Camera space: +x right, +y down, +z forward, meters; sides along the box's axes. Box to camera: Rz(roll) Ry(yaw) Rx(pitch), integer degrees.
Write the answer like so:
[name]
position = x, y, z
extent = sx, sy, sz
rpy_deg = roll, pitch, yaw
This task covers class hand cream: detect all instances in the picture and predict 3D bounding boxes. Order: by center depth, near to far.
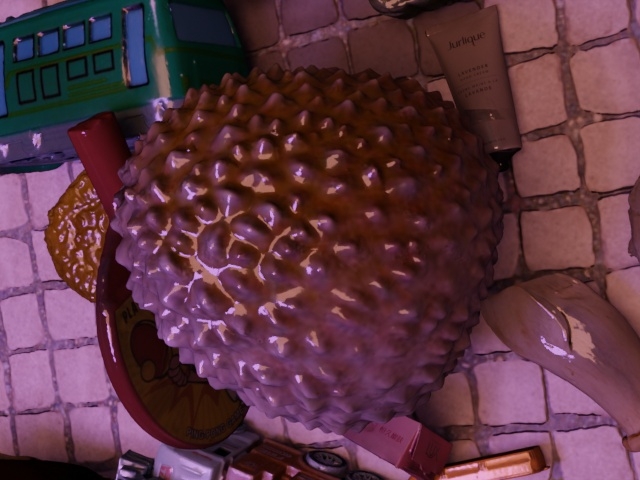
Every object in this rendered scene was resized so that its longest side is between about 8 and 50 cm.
[hand cream]
position = 0.182, -0.167, 1.217
extent = 0.087, 0.054, 0.186
rpy_deg = -17, 81, 19

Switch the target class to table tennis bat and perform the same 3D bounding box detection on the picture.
[table tennis bat]
position = -0.177, 0.048, 1.228
extent = 0.051, 0.268, 0.415
rpy_deg = -7, 116, 31

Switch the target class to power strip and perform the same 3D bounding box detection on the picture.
[power strip]
position = 0.177, 0.269, 1.250
extent = 0.178, 0.049, 0.028
rpy_deg = -17, 81, 22

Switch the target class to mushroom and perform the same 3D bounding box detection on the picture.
[mushroom]
position = 0.291, 0.119, 1.170
extent = 0.247, 0.096, 0.108
rpy_deg = 42, 82, 11

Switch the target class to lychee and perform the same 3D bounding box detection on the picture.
[lychee]
position = 0.000, 0.000, 1.109
extent = 0.380, 0.432, 0.381
rpy_deg = -36, 44, 45

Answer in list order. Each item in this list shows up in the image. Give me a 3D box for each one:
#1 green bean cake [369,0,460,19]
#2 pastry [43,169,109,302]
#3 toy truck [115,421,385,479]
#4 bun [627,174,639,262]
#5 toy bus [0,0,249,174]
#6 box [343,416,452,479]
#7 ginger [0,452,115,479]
[green bean cake]
position = 0.130, -0.355, 1.196
extent = 0.185, 0.094, 0.184
rpy_deg = -17, 87, 22
[pastry]
position = -0.248, -0.011, 1.368
extent = 0.188, 0.103, 0.189
rpy_deg = 2, 95, 22
[toy truck]
position = -0.085, 0.315, 1.285
extent = 0.338, 0.184, 0.133
rpy_deg = 18, 100, 20
[bun]
position = 0.397, -0.027, 1.104
extent = 0.166, 0.113, 0.173
rpy_deg = 22, 100, 19
[toy bus]
position = -0.265, -0.196, 1.309
extent = 0.343, 0.183, 0.200
rpy_deg = -8, 93, 26
[box]
position = 0.066, 0.217, 1.237
extent = 0.156, 0.111, 0.060
rpy_deg = 26, 80, 33
[ginger]
position = -0.448, 0.421, 1.429
extent = 0.413, 0.211, 0.359
rpy_deg = -15, 95, -15
